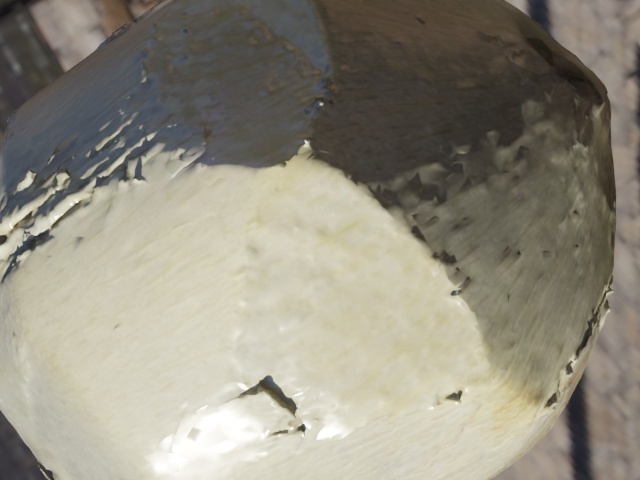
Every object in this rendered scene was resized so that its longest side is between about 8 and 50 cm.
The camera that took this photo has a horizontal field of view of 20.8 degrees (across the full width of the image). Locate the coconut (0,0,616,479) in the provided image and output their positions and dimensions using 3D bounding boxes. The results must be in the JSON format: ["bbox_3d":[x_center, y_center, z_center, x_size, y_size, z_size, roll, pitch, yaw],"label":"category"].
[{"bbox_3d":[0.000,0.000,0.695,0.247,0.245,0.245,-34,90,23],"label":"coconut"}]
